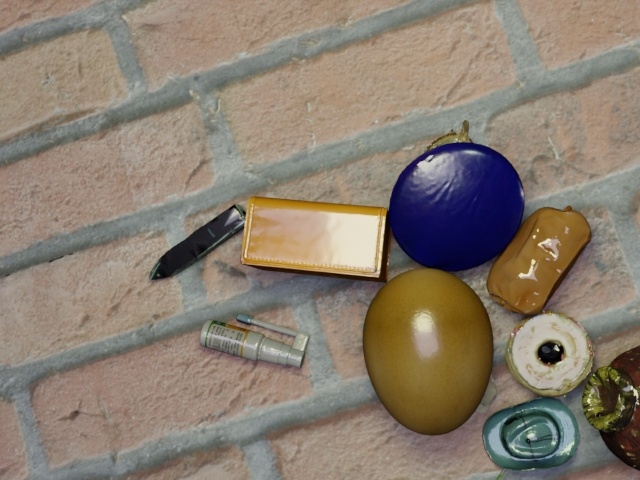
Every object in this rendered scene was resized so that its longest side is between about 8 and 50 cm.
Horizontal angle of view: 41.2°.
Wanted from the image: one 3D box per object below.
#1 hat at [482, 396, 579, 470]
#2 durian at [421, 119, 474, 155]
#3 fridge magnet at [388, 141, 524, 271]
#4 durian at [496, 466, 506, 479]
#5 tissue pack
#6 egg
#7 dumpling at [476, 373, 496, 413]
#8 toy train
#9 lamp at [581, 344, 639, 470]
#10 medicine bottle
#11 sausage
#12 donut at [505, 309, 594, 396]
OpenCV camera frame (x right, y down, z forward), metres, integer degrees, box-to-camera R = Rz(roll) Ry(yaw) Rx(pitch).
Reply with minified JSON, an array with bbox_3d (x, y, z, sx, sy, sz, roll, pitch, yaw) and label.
[{"bbox_3d":[0.416,0.386,1.676,0.191,0.078,0.138,-16,83,8],"label":"hat"},{"bbox_3d":[0.270,-0.154,1.725,0.148,0.091,0.188,11,107,-3],"label":"durian"},{"bbox_3d":[0.262,-0.065,1.646,0.266,0.112,0.265,-1,113,-4],"label":"fridge magnet"},{"bbox_3d":[0.262,0.612,1.636,0.355,0.157,0.169,-40,65,5],"label":"durian"},{"bbox_3d":[0.000,0.000,1.714,0.275,0.194,0.145,6,83,9],"label":"tissue pack"},{"bbox_3d":[0.207,0.214,1.634,0.250,0.250,0.322,-5,91,9],"label":"egg"},{"bbox_3d":[0.324,0.304,1.720,0.052,0.057,0.076,-25,112,-28],"label":"dumpling"},{"bbox_3d":[-0.264,0.011,1.828,0.252,0.048,0.055,-34,87,11],"label":"toy train"},{"bbox_3d":[0.607,0.308,1.575,0.247,0.247,0.246,-1,86,9],"label":"lamp"},{"bbox_3d":[-0.137,0.207,1.790,0.221,0.061,0.092,15,70,9],"label":"medicine bottle"},{"bbox_3d":[0.430,0.035,1.672,0.136,0.120,0.241,39,87,23],"label":"sausage"},{"bbox_3d":[0.453,0.223,1.688,0.175,0.068,0.174,0,86,6],"label":"donut"}]
